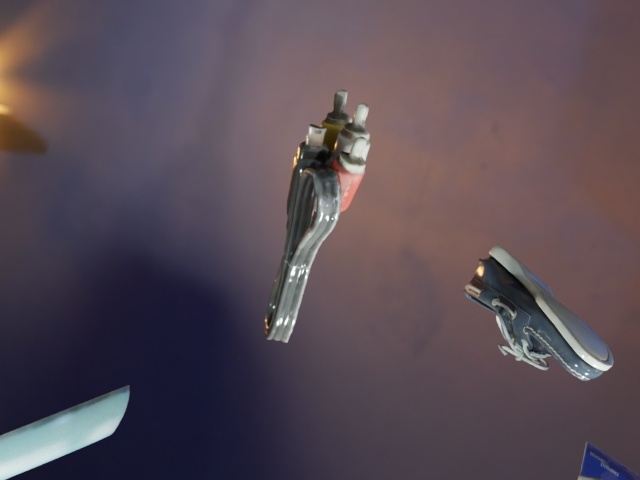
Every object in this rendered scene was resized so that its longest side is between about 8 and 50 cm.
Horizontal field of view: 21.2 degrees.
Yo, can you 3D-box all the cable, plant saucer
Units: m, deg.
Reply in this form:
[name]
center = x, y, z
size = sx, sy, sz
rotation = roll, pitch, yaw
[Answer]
[cable]
center = 0.000, 0.000, 1.698
size = 0.072, 0.287, 0.139
rotation = 3, -148, -11
[plant saucer]
center = -0.333, 0.221, 1.707
size = 0.318, 0.043, 0.317
rotation = -21, 177, -1

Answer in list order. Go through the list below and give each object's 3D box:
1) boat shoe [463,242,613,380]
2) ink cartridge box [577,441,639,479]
[boat shoe]
center = 0.226, 0.089, 1.841
size = 0.095, 0.079, 0.254
rotation = 35, -171, -36
[ink cartridge box]
center = 0.332, 0.386, 1.845
size = 0.165, 0.332, 0.065
rotation = 32, 143, -21
